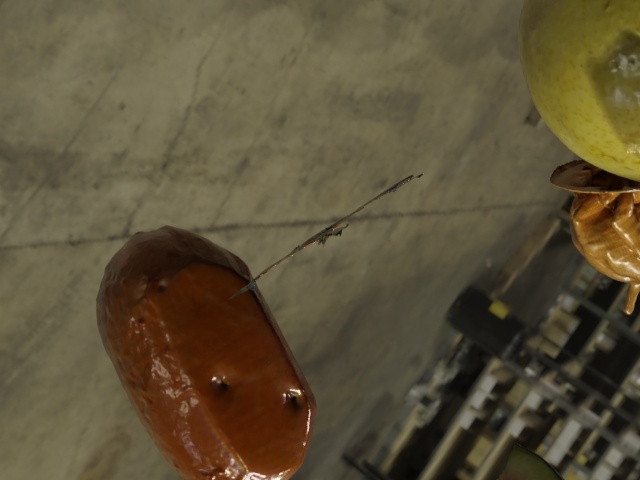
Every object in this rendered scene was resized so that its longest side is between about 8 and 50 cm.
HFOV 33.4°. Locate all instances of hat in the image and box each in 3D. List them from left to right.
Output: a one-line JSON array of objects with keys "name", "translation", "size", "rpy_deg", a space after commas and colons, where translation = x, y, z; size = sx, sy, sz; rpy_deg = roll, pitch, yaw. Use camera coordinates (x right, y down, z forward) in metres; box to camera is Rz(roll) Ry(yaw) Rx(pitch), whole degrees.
[{"name": "hat", "translation": [0.469, 0.003, 1.669], "size": [0.233, 0.244, 0.233], "rpy_deg": [-14, 105, -27]}]

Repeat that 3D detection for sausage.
[{"name": "sausage", "translation": [-0.107, 0.112, 0.987], "size": [0.153, 0.268, 0.141], "rpy_deg": [-30, -172, -28]}]

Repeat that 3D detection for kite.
[{"name": "kite", "translation": [0.000, 0.000, 0.854], "size": [0.183, 0.010, 0.160], "rpy_deg": [-34, -178, -14]}]

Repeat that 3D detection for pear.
[{"name": "pear", "translation": [0.403, -0.241, 1.245], "size": [0.348, 0.348, 0.348], "rpy_deg": [-43, 154, -26]}]

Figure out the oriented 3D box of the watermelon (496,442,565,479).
[{"name": "watermelon", "translation": [0.179, 0.279, 0.842], "size": [0.137, 0.193, 0.145], "rpy_deg": [-25, 138, 25]}]
